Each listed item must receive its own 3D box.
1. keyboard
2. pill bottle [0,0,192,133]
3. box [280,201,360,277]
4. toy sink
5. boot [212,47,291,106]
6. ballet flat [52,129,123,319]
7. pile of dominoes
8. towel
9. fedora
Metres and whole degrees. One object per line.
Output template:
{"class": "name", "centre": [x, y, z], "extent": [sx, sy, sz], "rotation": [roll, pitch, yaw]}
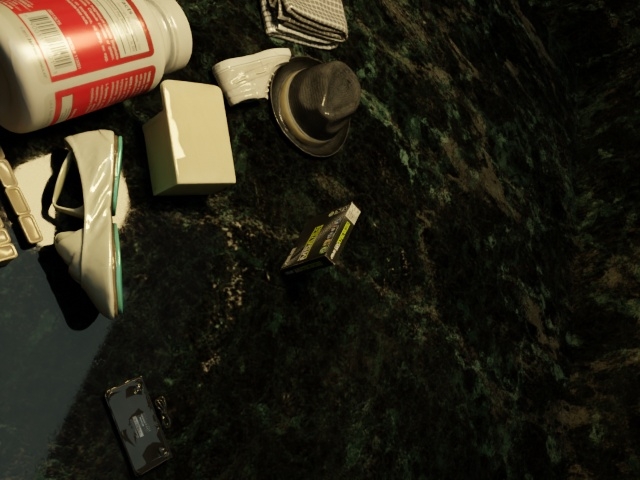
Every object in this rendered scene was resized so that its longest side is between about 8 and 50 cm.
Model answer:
{"class": "keyboard", "centre": [-0.354, 0.366, 1.101], "extent": [0.108, 0.023, 0.180], "rotation": [-21, 92, -37]}
{"class": "pill bottle", "centre": [-0.469, -0.383, 1.101], "extent": [0.408, 0.229, 0.228], "rotation": [-37, 102, -43]}
{"class": "box", "centre": [0.000, 0.000, 1.426], "extent": [0.045, 0.184, 0.190], "rotation": [46, 52, -24]}
{"class": "toy sink", "centre": [-0.310, -0.229, 1.262], "extent": [0.153, 0.131, 0.233], "rotation": [-7, 86, -43]}
{"class": "boot", "centre": [-0.169, -0.442, 1.496], "extent": [0.258, 0.095, 0.123], "rotation": [-28, 102, -35]}
{"class": "ballet flat", "centre": [-0.460, -0.036, 1.083], "extent": [0.139, 0.139, 0.399], "rotation": [8, 67, -40]}
{"class": "pile of dominoes", "centre": [-0.637, -0.068, 0.978], "extent": [0.196, 0.040, 0.251], "rotation": [-24, 88, -56]}
{"class": "towel", "centre": [-0.051, -0.731, 1.664], "extent": [0.284, 0.121, 0.234], "rotation": [-2, 77, -42]}
{"class": "fedora", "centre": [0.013, -0.415, 1.595], "extent": [0.334, 0.153, 0.333], "rotation": [15, 66, -38]}
